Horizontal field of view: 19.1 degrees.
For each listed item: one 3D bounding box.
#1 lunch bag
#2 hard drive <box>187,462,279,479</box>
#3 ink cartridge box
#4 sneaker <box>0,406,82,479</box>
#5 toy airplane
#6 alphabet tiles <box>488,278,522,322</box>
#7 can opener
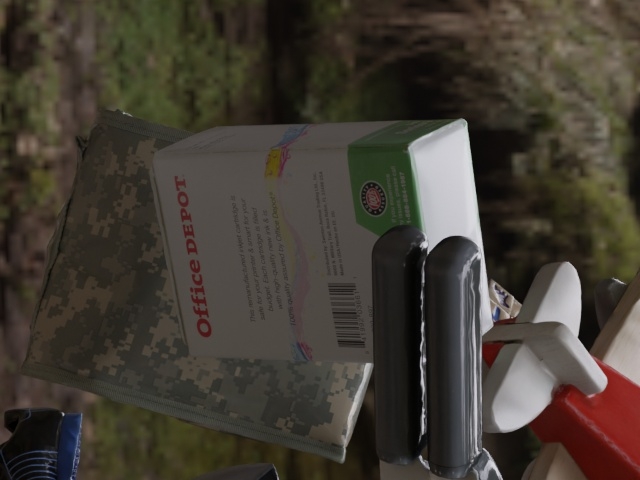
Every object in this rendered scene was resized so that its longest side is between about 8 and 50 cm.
[{"bbox_3d":[-0.090,0.036,1.585,0.169,0.287,0.235,178,-71,-83],"label":"lunch bag"},{"bbox_3d":[-0.098,0.321,1.932,0.255,0.054,0.172,-25,-97,58],"label":"hard drive"},{"bbox_3d":[0.000,0.000,1.322,0.212,0.093,0.154,-1,-74,31],"label":"ink cartridge box"},{"bbox_3d":[-0.312,0.270,2.036,0.232,0.090,0.081,-88,-176,-52],"label":"sneaker"},{"bbox_3d":[0.259,0.207,1.806,0.272,0.386,0.384,-38,-117,57],"label":"toy airplane"},{"bbox_3d":[0.219,0.123,2.270,0.009,0.237,0.198,-42,-165,31],"label":"alphabet tiles"},{"bbox_3d":[0.075,0.115,1.242,0.074,0.093,0.280,10,-57,25],"label":"can opener"}]
